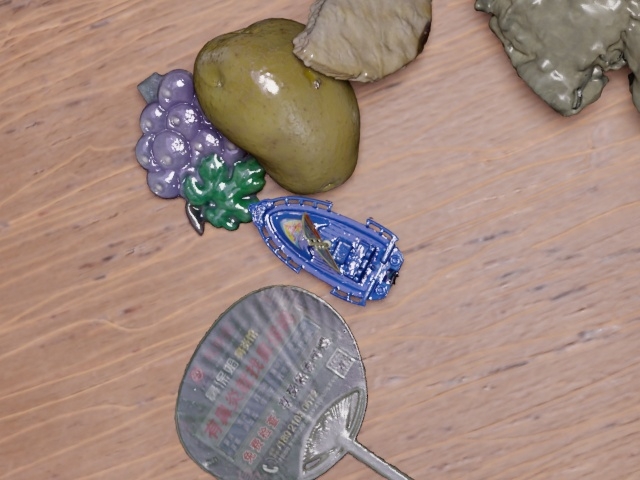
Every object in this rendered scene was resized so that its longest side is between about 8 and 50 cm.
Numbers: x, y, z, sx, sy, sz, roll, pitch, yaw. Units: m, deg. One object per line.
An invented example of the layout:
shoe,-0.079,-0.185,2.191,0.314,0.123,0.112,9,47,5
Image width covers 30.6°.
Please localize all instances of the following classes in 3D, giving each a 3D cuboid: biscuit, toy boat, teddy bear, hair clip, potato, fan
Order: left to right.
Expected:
hair clip,-0.136,-0.093,1.275,0.124,0.052,0.195,-36,92,12
potato,-0.037,-0.134,1.212,0.157,0.157,0.194,-24,108,6
fan,-0.011,0.162,1.260,0.294,0.012,0.223,5,87,8
toy boat,0.000,0.000,1.215,0.175,0.110,0.091,27,91,10
biscuit,0.057,-0.243,1.206,0.133,0.032,0.250,34,54,-22
teddy bear,0.332,-0.279,1.162,0.367,0.224,0.357,-5,88,22
